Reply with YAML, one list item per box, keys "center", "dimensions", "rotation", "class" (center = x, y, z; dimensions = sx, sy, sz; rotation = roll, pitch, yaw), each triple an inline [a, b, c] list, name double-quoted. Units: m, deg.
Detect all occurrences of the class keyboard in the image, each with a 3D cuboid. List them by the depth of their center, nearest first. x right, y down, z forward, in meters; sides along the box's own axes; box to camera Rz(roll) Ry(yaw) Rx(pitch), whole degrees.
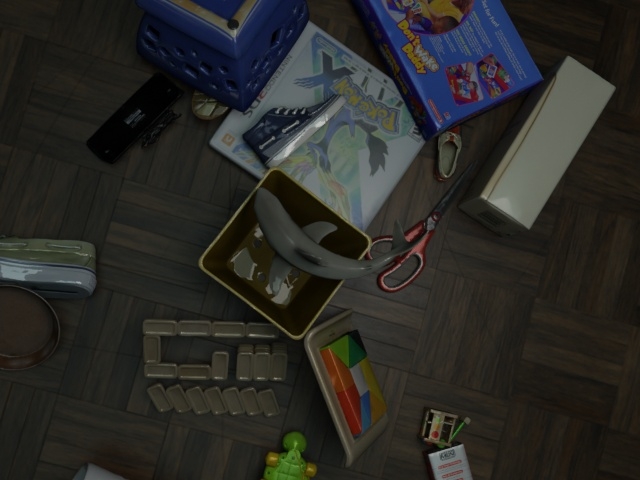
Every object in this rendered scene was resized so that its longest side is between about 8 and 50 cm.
- center: [-0.324, -0.209, 1.706]
  dimensions: [0.100, 0.038, 0.192]
  rotation: [41, 82, 21]
  class: "keyboard"

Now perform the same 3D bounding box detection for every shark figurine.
- center: [0.019, 0.022, 1.500]
  dimensions: [0.278, 0.116, 0.166]
  rotation: [12, 86, -5]
  class: "shark figurine"

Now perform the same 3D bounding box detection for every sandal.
- center: [-0.179, -0.293, 1.720]
  dimensions: [0.072, 0.049, 0.180]
  rotation: [16, 69, 1]
  class: "sandal"

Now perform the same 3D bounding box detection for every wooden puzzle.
- center: [0.056, 0.246, 1.628]
  dimensions: [0.044, 0.221, 0.238]
  rotation: [-17, 90, 21]
  class: "wooden puzzle"

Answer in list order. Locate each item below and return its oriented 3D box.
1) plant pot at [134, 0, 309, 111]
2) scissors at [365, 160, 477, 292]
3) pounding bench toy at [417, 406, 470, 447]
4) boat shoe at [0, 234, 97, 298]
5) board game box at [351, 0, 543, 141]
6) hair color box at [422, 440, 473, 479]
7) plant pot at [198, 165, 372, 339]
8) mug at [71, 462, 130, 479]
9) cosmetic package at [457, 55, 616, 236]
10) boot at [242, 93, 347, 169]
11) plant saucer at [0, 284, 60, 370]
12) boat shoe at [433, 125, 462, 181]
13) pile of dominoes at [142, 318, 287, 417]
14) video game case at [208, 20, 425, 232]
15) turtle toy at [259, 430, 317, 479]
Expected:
- center: [-0.170, -0.399, 1.614]
  dimensions: [0.236, 0.212, 0.236]
  rotation: [30, 74, 6]
  class: "plant pot"
- center: [0.210, -0.023, 1.765]
  dimensions: [0.297, 0.021, 0.109]
  rotation: [-38, 89, -10]
  class: "scissors"
- center: [0.227, 0.346, 1.720]
  dimensions: [0.083, 0.052, 0.065]
  rotation: [14, 84, -7]
  class: "pounding bench toy"
- center: [-0.537, 0.040, 1.629]
  dimensions: [0.302, 0.109, 0.094]
  rotation: [7, 61, -11]
  class: "boat shoe"
- center: [0.222, -0.390, 1.740]
  dimensions: [0.233, 0.078, 0.347]
  rotation: [-26, 85, -14]
  class: "board game box"
- center: [0.242, 0.445, 1.720]
  dimensions: [0.072, 0.043, 0.141]
  rotation: [-14, 89, -8]
  class: "hair color box"
- center: [-0.068, 0.025, 1.637]
  dimensions: [0.212, 0.187, 0.212]
  rotation: [38, 83, -4]
  class: "plant pot"
- center: [-0.291, 0.564, 1.478]
  dimensions: [0.328, 0.374, 0.276]
  rotation: [29, 97, -12]
  class: "mug"
- center: [0.392, -0.167, 1.728]
  dimensions: [0.113, 0.160, 0.309]
  rotation: [32, 81, -4]
  class: "cosmetic package"
- center: [-0.046, -0.216, 1.681]
  dimensions: [0.190, 0.069, 0.086]
  rotation: [-42, 94, -6]
  class: "boot"
- center: [-0.531, 0.145, 1.617]
  dimensions: [0.169, 0.029, 0.168]
  rotation: [-2, 114, -5]
  class: "plant saucer"
- center: [0.240, -0.178, 1.767]
  dimensions: [0.049, 0.043, 0.137]
  rotation: [11, 83, -5]
  class: "boat shoe"
- center: [-0.185, 0.219, 1.662]
  dimensions: [0.251, 0.040, 0.195]
  rotation: [3, 116, -6]
  class: "pile of dominoes"
- center: [0.012, -0.204, 1.741]
  dimensions: [0.329, 0.036, 0.300]
  rotation: [35, 82, -4]
  class: "video game case"
- center: [-0.057, 0.403, 1.671]
  dimensions: [0.095, 0.066, 0.130]
  rotation: [18, 83, -6]
  class: "turtle toy"
